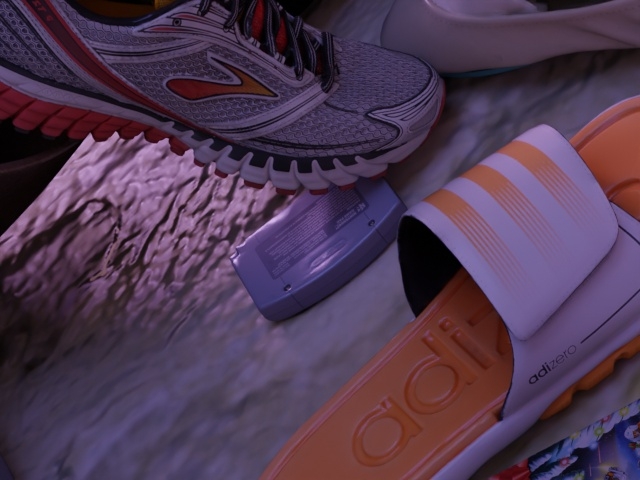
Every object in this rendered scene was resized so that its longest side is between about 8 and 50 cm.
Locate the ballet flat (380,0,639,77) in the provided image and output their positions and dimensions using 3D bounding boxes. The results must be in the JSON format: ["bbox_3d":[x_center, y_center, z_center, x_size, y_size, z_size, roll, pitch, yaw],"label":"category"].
[{"bbox_3d":[0.118,-0.126,0.793,0.248,0.086,0.086,0,55,37],"label":"ballet flat"}]

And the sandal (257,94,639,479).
[{"bbox_3d":[0.058,0.031,0.703,0.265,0.076,0.102,-46,41,-6],"label":"sandal"}]

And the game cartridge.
[{"bbox_3d":[0.000,0.000,0.822,0.083,0.017,0.056,-37,37,4],"label":"game cartridge"}]

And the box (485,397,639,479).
[{"bbox_3d":[0.117,0.121,0.616,0.094,0.027,0.137,-31,42,13],"label":"box"}]

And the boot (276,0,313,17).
[{"bbox_3d":[0.065,-0.216,0.874,0.260,0.131,0.348,19,67,45],"label":"boot"}]

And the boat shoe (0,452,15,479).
[{"bbox_3d":[-0.197,0.185,0.735,0.156,0.136,0.367,-38,50,9],"label":"boat shoe"}]

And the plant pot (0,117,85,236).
[{"bbox_3d":[-0.245,-0.044,0.889,0.230,0.215,0.215,-54,27,41],"label":"plant pot"}]

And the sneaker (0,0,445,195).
[{"bbox_3d":[-0.046,-0.085,0.791,0.088,0.225,0.093,-103,28,-48],"label":"sneaker"}]
